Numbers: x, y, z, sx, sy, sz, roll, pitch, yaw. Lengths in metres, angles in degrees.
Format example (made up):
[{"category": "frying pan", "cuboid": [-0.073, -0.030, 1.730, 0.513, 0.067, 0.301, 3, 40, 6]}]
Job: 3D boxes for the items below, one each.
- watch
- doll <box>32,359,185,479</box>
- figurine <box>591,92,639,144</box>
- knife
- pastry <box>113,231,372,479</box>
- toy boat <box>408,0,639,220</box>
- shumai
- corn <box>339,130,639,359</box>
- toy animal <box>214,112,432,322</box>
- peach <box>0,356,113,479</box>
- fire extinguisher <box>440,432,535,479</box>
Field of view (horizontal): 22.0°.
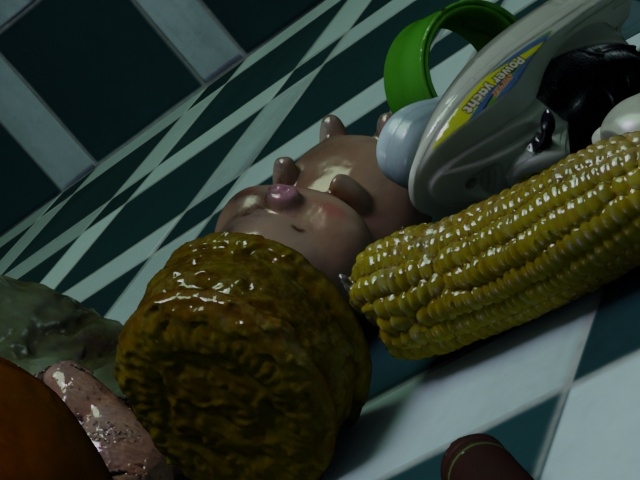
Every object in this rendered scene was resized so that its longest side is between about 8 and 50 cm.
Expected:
[{"category": "watch", "cuboid": [0.142, -0.149, 1.505, 0.165, 0.152, 0.131, -48, 13, -24]}, {"category": "doll", "cuboid": [-0.154, 0.139, 1.390, 0.201, 0.156, 0.303, -27, 15, 47]}, {"category": "figurine", "cuboid": [0.273, -0.091, 1.156, 0.146, 0.081, 0.098, -39, 56, -13]}, {"category": "knife", "cuboid": [0.175, -0.147, 1.415, 0.331, 0.080, 0.044, -34, 41, -27]}, {"category": "pastry", "cuboid": [-0.055, 0.092, 1.189, 0.189, 0.188, 0.103, -29, 15, 41]}, {"category": "toy boat", "cuboid": [0.179, -0.102, 1.317, 0.141, 0.141, 0.269, -25, 19, 49]}, {"category": "shumai", "cuboid": [-0.356, 0.131, 1.735, 0.304, 0.263, 0.309, -31, 16, 42]}, {"category": "corn", "cuboid": [0.140, 0.002, 1.116, 0.292, 0.101, 0.101, -29, 17, 37]}, {"category": "toy animal", "cuboid": [-0.006, 0.005, 1.398, 0.166, 0.154, 0.250, -2, 29, 42]}, {"category": "peach", "cuboid": [-0.297, 0.230, 1.121, 0.343, 0.343, 0.301, -40, 38, 0]}, {"category": "fire extinguisher", "cuboid": [0.100, 0.145, 0.878, 0.158, 0.043, 0.064, -131, 61, -78]}]
